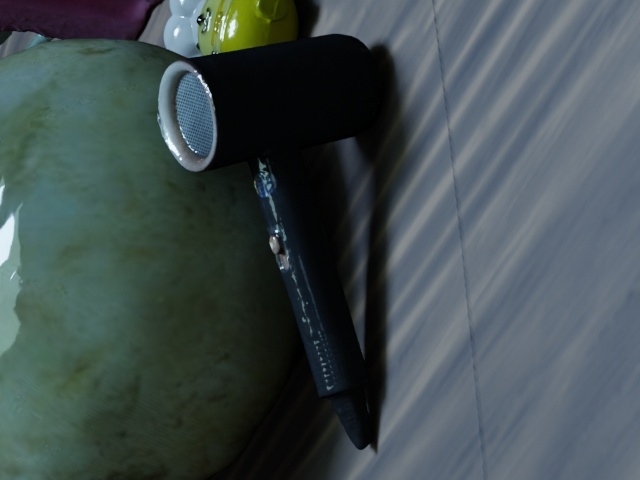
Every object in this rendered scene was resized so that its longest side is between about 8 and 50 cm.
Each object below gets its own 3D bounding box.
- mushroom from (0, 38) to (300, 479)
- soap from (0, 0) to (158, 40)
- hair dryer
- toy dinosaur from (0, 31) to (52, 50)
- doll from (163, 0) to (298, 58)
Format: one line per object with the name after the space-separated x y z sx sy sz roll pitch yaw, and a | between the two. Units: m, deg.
-0.165 0.038 1.271 0.352 0.260 0.352 -15 64 34 | mushroom
-0.289 -0.275 1.502 0.233 0.359 0.128 132 137 -52 | soap
0.000 0.000 1.151 0.070 0.128 0.255 -22 85 58 | hair dryer
-0.336 -0.140 1.813 0.205 0.092 0.393 -56 1 -25 | toy dinosaur
-0.064 -0.152 1.338 0.162 0.062 0.106 25 102 66 | doll
